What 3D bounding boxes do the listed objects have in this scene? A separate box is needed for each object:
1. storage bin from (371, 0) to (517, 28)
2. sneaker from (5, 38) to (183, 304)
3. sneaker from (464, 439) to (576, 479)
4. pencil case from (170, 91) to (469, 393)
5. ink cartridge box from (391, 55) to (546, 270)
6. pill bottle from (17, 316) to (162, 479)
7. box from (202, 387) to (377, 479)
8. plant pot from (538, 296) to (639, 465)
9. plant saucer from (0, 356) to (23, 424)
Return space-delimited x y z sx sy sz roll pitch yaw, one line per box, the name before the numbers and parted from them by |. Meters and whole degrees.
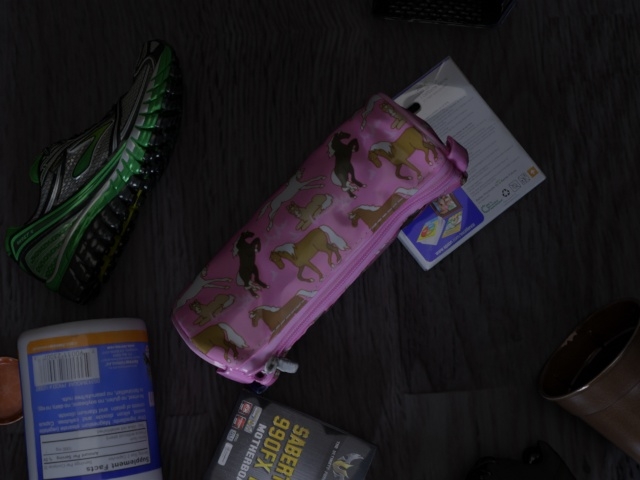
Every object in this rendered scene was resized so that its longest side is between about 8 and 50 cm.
storage bin | 0.164 -0.348 1.177 0.180 0.122 0.084 4 81 -3
sneaker | -0.276 -0.103 1.103 0.146 0.134 0.344 26 81 1
sneaker | 0.198 0.332 1.063 0.286 0.109 0.130 -15 69 -36
pencil case | 0.000 0.000 1.066 0.167 0.160 0.386 42 89 6
ink cartridge box | 0.154 -0.101 1.176 0.206 0.045 0.208 -37 86 -8
pill bottle | -0.265 0.233 1.042 0.152 0.152 0.272 -7 82 -5
box | -0.059 0.321 1.090 0.183 0.056 0.231 24 80 1
plant pot | 0.387 0.185 1.096 0.165 0.167 0.167 43 81 -4
plant saucer | -0.393 0.186 1.110 0.083 0.013 0.084 1 82 -4
